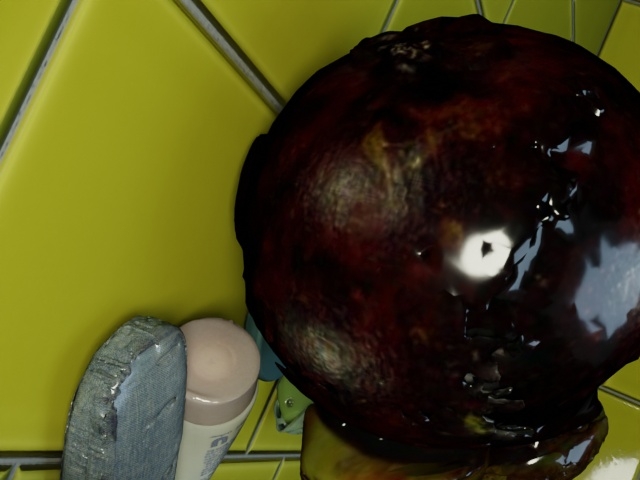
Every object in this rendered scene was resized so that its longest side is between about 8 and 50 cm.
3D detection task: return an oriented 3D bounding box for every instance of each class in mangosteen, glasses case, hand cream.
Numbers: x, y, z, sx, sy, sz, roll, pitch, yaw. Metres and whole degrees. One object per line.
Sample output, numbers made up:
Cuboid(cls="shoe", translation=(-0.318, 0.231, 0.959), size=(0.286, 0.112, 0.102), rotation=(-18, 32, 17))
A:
Cuboid(cls="mangosteen", translation=(0.099, 0.024, 0.840), size=(0.381, 0.381, 0.421), rotation=(-33, 146, -61))
Cuboid(cls="glasses case", translation=(-0.156, 0.185, 0.777), size=(0.109, 0.067, 0.282), rotation=(-44, 152, -56))
Cuboid(cls="hand cream", translation=(-0.104, 0.163, 0.913), size=(0.133, 0.083, 0.248), rotation=(-59, 170, -36))

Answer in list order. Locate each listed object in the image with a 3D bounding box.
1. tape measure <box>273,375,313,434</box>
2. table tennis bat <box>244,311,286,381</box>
Cuboid(cls="tape measure", translation=(0.040, 0.161, 1.170), size=(0.200, 0.175, 0.106), rotation=(-58, 158, -13))
Cuboid(cls="table tennis bat", translation=(0.000, 0.000, 1.057), size=(0.329, 0.044, 0.215), rotation=(-68, 161, 10))
